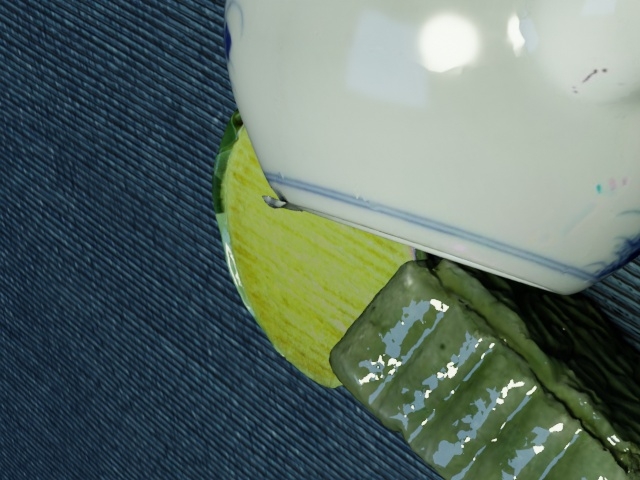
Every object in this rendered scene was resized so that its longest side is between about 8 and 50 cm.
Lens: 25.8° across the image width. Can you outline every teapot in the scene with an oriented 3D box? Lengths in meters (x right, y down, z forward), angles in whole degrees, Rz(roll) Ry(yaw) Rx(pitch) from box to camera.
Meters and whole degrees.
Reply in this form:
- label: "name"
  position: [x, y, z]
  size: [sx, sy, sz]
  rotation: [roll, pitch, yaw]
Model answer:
- label: "teapot"
  position: [0.089, -0.127, 0.657]
  size: [0.424, 0.252, 0.280]
  rotation: [-166, 94, -74]

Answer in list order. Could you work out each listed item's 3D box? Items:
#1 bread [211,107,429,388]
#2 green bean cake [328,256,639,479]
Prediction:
- label: "bread"
  position: [0.000, 0.000, 0.997]
  size: [0.228, 0.033, 0.228]
  rotation: [26, 126, 42]
- label: "green bean cake"
  position: [0.122, 0.093, 0.760]
  size: [0.185, 0.183, 0.094]
  rotation: [46, 109, 27]
